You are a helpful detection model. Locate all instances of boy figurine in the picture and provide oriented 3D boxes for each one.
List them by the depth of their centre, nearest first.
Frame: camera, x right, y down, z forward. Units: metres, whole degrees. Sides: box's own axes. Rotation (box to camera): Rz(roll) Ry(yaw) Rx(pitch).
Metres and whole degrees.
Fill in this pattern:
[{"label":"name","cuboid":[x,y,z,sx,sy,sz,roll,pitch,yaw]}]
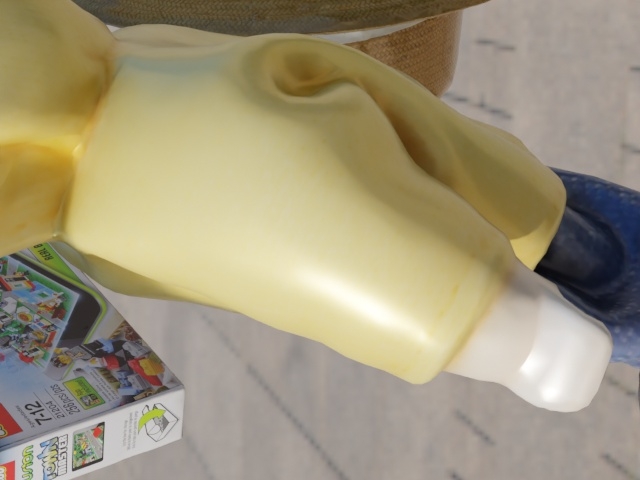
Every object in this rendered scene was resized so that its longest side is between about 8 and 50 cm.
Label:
[{"label":"boy figurine","cuboid":[0.000,0.000,0.412,0.177,0.285,0.092,33,110,64]}]

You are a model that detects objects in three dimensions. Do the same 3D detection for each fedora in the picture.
[{"label":"fedora","cuboid":[-0.010,-0.085,0.664,0.194,0.194,0.079,-117,19,-59]}]

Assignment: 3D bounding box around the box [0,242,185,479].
[{"label":"box","cuboid":[-0.169,0.045,0.920,0.207,0.114,0.036,42,138,40]}]
